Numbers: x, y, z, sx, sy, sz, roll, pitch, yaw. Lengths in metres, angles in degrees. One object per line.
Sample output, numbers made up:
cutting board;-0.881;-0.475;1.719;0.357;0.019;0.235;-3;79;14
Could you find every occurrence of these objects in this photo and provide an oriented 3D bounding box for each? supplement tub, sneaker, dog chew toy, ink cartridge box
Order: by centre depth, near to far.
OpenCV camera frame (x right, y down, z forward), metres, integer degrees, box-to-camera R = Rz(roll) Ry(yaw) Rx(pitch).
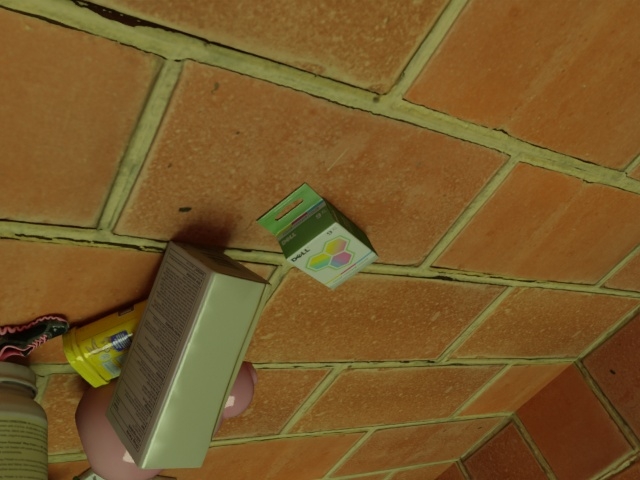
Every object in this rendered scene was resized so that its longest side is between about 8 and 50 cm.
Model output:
supplement tub;-0.538;0.368;0.918;0.236;0.324;0.235;-10;153;-5
sneaker;-0.462;0.160;0.972;0.120;0.057;0.047;-15;139;-16
ink cartridge box;0.000;0.000;1.044;0.109;0.062;0.209;-36;141;14
dog chew toy;-0.278;0.313;1.151;0.332;0.206;0.206;-20;143;-22

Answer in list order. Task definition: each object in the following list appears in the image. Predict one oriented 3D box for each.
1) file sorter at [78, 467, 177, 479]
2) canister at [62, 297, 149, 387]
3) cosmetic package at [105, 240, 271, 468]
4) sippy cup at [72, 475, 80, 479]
file sorter;-0.495;0.687;1.469;0.193;0.173;0.278;-37;141;14
canister;-0.331;0.171;1.046;0.170;0.073;0.126;-23;141;-6
cosmetic package;-0.210;0.174;0.947;0.113;0.160;0.309;17;97;-41
sippy cup;-0.650;0.561;1.212;0.305;0.240;0.224;-44;148;-46
